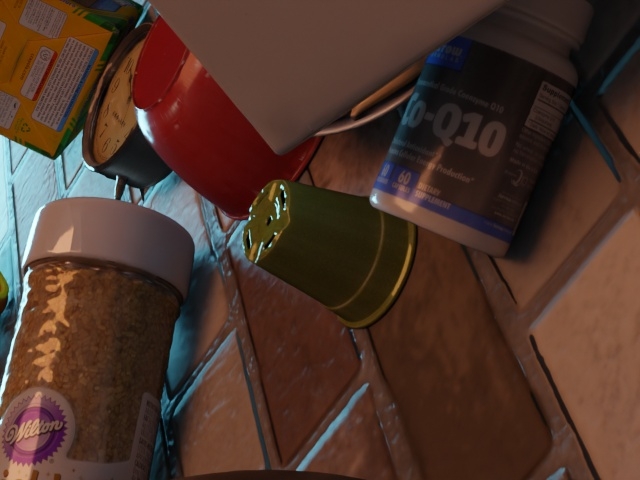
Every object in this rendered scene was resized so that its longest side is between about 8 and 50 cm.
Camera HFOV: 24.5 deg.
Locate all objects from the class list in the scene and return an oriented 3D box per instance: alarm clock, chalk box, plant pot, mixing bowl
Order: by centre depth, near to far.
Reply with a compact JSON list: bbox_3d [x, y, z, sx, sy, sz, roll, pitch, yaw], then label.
[{"bbox_3d":[0.000,0.000,0.859,0.083,0.079,0.083,-39,39,42],"label":"plant pot"},{"bbox_3d":[-0.071,-0.114,1.043,0.181,0.098,0.181,-40,39,43],"label":"mixing bowl"},{"bbox_3d":[-0.130,-0.124,1.187,0.192,0.064,0.129,-65,28,12],"label":"alarm clock"},{"bbox_3d":[-0.249,-0.176,1.331,0.132,0.132,0.213,-62,6,16],"label":"chalk box"}]

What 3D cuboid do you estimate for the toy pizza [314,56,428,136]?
[{"bbox_3d":[0.015,-0.158,0.915,0.201,0.032,0.201,-16,59,29],"label":"toy pizza"}]

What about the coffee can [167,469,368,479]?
[{"bbox_3d":[-0.024,0.261,0.593,0.201,0.201,0.275,-42,38,40],"label":"coffee can"}]

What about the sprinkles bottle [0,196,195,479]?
[{"bbox_3d":[-0.173,0.151,1.017,0.121,0.121,0.355,-24,51,53],"label":"sprinkles bottle"}]

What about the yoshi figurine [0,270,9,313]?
[{"bbox_3d":[-0.467,0.131,1.493,0.362,0.203,0.203,-54,15,29],"label":"yoshi figurine"}]

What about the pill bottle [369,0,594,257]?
[{"bbox_3d":[0.085,-0.067,0.758,0.078,0.078,0.137,26,94,62],"label":"pill bottle"}]

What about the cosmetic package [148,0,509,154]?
[{"bbox_3d":[0.040,-0.192,0.729,0.224,0.138,0.224,-34,19,24],"label":"cosmetic package"}]
